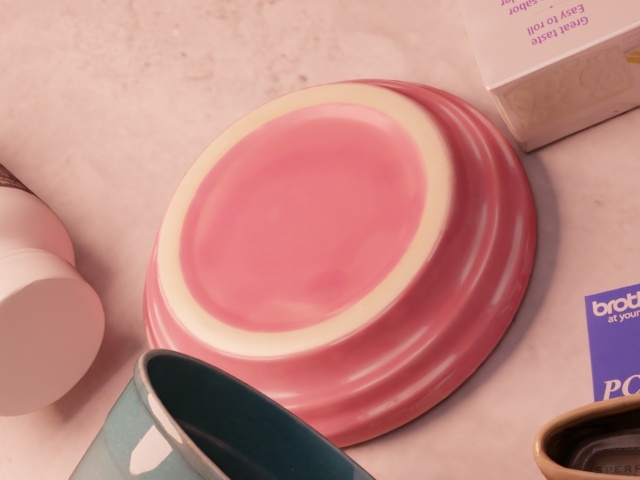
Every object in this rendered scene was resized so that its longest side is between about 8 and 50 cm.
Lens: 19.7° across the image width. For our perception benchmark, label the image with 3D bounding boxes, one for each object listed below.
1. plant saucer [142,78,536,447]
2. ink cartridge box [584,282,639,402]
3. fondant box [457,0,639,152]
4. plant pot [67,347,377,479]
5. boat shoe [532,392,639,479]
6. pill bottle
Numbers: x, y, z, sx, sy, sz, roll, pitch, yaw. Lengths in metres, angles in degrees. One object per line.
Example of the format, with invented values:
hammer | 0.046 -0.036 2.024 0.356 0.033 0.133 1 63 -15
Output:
plant saucer | 0.000 0.000 1.437 0.332 0.084 0.332 -14 53 19
ink cartridge box | 0.289 0.065 1.262 0.207 0.046 0.097 -14 52 20
fondant box | 0.221 -0.259 1.489 0.238 0.096 0.330 -23 52 13
plant pot | -0.082 0.254 1.207 0.255 0.271 0.271 -53 49 7
boat shoe | 0.288 0.130 1.182 0.302 0.098 0.109 -10 55 22
pill bottle | -0.316 0.009 1.537 0.176 0.176 0.318 -46 49 -7
